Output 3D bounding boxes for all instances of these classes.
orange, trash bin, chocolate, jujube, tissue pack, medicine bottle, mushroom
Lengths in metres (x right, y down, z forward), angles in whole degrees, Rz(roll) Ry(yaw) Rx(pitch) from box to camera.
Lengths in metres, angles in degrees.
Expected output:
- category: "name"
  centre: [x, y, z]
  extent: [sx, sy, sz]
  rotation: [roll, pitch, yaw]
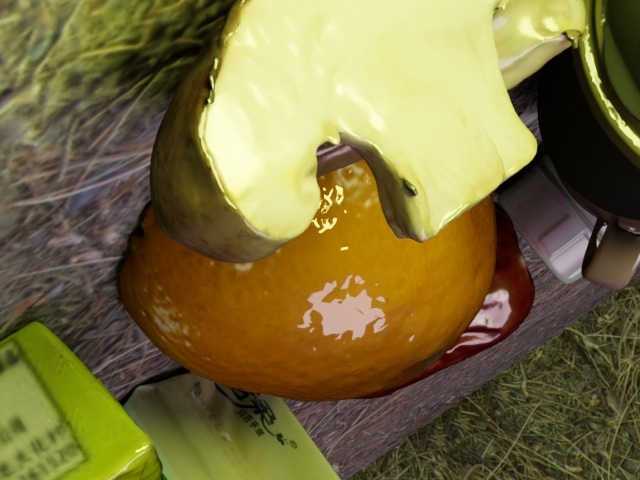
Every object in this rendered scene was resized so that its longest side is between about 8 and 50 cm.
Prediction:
- category: "orange"
  centre: [0.004, -0.001, 0.918]
  extent: [0.274, 0.274, 0.310]
  rotation: [-42, -165, 22]
- category: "trash bin"
  centre: [0.246, -0.116, 0.745]
  extent: [0.214, 0.214, 0.334]
  rotation: [-34, 178, -5]
- category: "chocolate"
  centre: [-0.265, 0.208, 0.875]
  extent: [0.301, 0.137, 0.289]
  rotation: [-33, 165, -15]
- category: "jujube"
  centre: [0.086, 0.054, 1.131]
  extent: [0.230, 0.155, 0.155]
  rotation: [-34, 165, 2]
- category: "tissue pack"
  centre: [-0.098, 0.367, 1.200]
  extent: [0.332, 0.405, 0.205]
  rotation: [-45, 166, 30]
- category: "medicine bottle"
  centre: [0.288, -0.049, 1.291]
  extent: [0.168, 0.135, 0.135]
  rotation: [-39, 164, 12]
- category: "mushroom"
  centre: [0.010, -0.072, 0.633]
  extent: [0.285, 0.156, 0.151]
  rotation: [-33, -175, -38]

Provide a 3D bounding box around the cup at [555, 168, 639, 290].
- category: "cup"
  centre: [0.275, -0.075, 1.015]
  extent: [0.200, 0.191, 0.253]
  rotation: [72, 39, -79]
